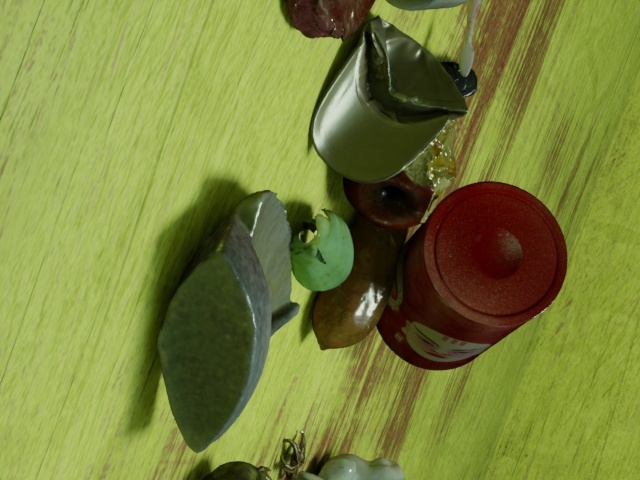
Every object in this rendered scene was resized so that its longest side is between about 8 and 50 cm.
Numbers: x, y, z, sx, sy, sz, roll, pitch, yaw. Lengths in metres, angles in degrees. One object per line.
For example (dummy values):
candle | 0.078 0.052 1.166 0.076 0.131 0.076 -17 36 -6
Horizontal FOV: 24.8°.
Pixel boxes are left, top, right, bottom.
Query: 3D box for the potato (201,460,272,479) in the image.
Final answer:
potato | -0.114 0.388 1.852 0.149 0.113 0.251 -48 151 -55

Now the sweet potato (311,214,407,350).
sweet potato | 0.072 0.023 2.021 0.292 0.097 0.097 -64 161 -15

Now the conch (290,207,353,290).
conch | 0.000 0.000 1.816 0.170 0.079 0.106 74 23 -69

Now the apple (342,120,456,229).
apple | 0.103 -0.106 1.902 0.156 0.147 0.158 52 44 -32

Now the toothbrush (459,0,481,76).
toothbrush | 0.220 -0.361 2.050 0.027 0.021 0.269 95 4 -83

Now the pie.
pie | 0.032 -0.323 1.604 0.219 0.054 0.204 -67 161 -5

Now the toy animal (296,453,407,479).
toy animal | 0.056 0.462 2.296 0.367 0.196 0.241 -19 134 -64

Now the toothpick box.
toothpick box | 0.204 0.059 2.071 0.204 0.204 0.333 -63 -179 -17

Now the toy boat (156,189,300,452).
toy boat | -0.092 0.061 1.617 0.293 0.111 0.276 -67 166 -49

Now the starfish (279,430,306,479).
starfish | -0.038 0.318 2.127 0.091 0.028 0.078 -14 121 -73

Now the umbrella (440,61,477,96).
umbrella | 0.193 -0.234 2.131 0.235 0.066 0.059 -15 119 -70

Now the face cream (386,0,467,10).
face cream | 0.154 -0.345 1.849 0.251 0.101 0.101 -23 131 -66

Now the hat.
hat | 0.070 -0.168 1.810 0.173 0.166 0.144 -44 -171 15
